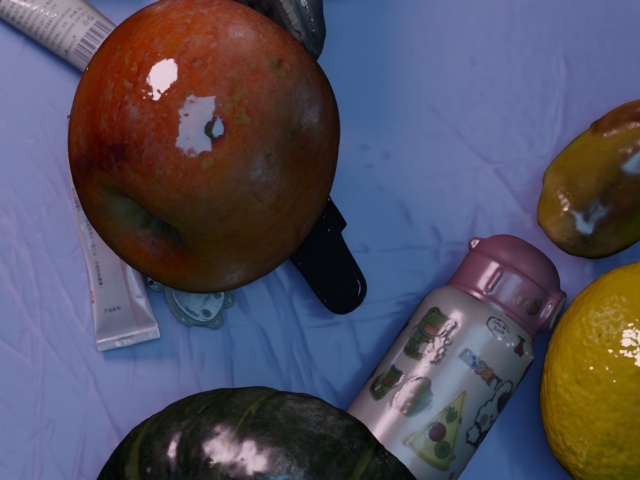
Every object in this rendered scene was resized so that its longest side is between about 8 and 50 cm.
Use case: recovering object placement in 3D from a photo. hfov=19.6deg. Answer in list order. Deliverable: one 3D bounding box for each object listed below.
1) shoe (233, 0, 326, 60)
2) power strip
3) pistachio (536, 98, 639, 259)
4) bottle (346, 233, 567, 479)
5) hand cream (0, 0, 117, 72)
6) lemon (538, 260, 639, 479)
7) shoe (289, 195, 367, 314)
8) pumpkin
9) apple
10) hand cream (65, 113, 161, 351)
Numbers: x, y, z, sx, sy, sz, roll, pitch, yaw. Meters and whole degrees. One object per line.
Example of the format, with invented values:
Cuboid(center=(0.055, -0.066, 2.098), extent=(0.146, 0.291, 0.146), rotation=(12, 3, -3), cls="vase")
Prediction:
Cuboid(center=(-0.022, -0.324, 1.697), extent=(0.171, 0.132, 0.336), rotation=(-15, 84, -18), cls="shoe")
Cuboid(center=(-0.119, 0.047, 1.684), extent=(0.083, 0.035, 0.055), rotation=(30, 81, -6), cls="power strip")
Cuboid(center=(0.276, -0.052, 1.720), extent=(0.189, 0.100, 0.110), rotation=(-47, 114, -18), cls="pistachio")
Cuboid(center=(0.123, 0.111, 1.668), extent=(0.120, 0.120, 0.253), rotation=(36, 82, -3), cls="bottle")
Cuboid(center=(-0.265, -0.220, 1.687), extent=(0.234, 0.050, 0.080), rotation=(37, 81, 2), cls="hand cream")
Cuboid(center=(0.300, 0.125, 1.649), extent=(0.204, 0.204, 0.260), rotation=(17, 95, -6), cls="lemon")
Cuboid(center=(0.000, 0.000, 1.695), extent=(0.062, 0.053, 0.159), rotation=(-37, 65, 19), cls="shoe")
Cuboid(center=(-0.049, 0.255, 1.564), extent=(0.300, 0.300, 0.207), rotation=(36, 38, -3), cls="pumpkin")
Cuboid(center=(-0.103, -0.079, 1.586), extent=(0.254, 0.253, 0.253), rotation=(1, 84, -8), cls="apple")
Cuboid(center=(-0.194, -0.011, 1.678), extent=(0.052, 0.038, 0.216), rotation=(-13, 90, 34), cls="hand cream")
